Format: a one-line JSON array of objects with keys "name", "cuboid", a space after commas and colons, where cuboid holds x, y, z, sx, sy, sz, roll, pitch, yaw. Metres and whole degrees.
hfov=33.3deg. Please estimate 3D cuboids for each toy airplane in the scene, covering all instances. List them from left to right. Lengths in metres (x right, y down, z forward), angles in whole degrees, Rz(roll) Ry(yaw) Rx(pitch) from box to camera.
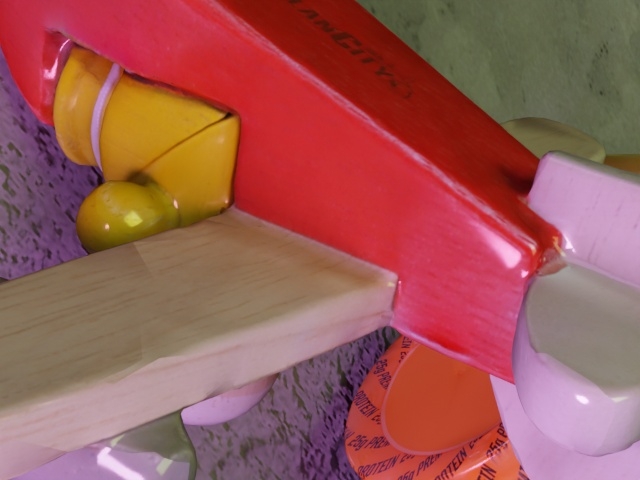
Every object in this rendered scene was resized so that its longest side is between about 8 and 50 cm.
[{"name": "toy airplane", "cuboid": [0.000, 0.000, 0.495, 0.386, 0.272, 0.384, 18, 35, -19]}]

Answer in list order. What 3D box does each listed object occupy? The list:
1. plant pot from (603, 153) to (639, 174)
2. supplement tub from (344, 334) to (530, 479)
[{"name": "plant pot", "cuboid": [0.298, 0.052, 0.820, 0.254, 0.254, 0.239, -6, 98, -46]}, {"name": "supplement tub", "cuboid": [0.176, 0.194, 0.659, 0.338, 0.207, 0.207, 50, 48, -21]}]
